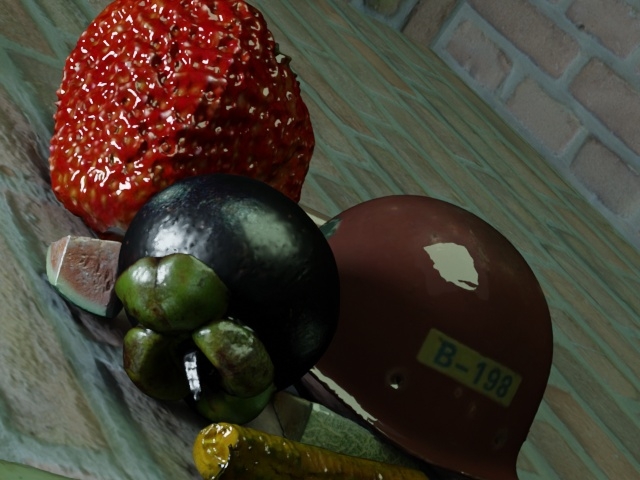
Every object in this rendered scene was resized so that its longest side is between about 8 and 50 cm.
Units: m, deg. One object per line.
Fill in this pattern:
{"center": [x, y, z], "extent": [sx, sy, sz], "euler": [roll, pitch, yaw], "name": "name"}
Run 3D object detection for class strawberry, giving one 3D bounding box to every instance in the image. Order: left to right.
{"center": [-0.152, -0.113, 1.769], "extent": [0.312, 0.267, 0.351], "euler": [37, 40, -13], "name": "strawberry"}

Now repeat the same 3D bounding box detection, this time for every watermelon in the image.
{"center": [-0.217, 0.033, 1.508], "extent": [0.085, 0.072, 0.092], "euler": [2, 38, -33], "name": "watermelon"}

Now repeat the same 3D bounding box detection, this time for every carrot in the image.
{"center": [0.001, 0.215, 1.425], "extent": [0.260, 0.070, 0.070], "euler": [22, 21, -37], "name": "carrot"}

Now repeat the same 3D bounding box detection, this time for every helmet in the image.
{"center": [0.125, 0.082, 1.715], "extent": [0.385, 0.230, 0.337], "euler": [31, 7, -24], "name": "helmet"}

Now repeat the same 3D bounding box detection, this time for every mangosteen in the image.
{"center": [-0.092, 0.053, 1.475], "extent": [0.243, 0.243, 0.243], "euler": [32, 16, -11], "name": "mangosteen"}

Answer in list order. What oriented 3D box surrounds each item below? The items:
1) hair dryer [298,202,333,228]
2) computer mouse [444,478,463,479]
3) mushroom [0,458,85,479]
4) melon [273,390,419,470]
{"center": [0.000, 0.000, 2.039], "extent": [0.344, 0.106, 0.189], "euler": [24, 19, -6], "name": "hair dryer"}
{"center": [0.132, 0.291, 1.364], "extent": [0.170, 0.100, 0.269], "euler": [47, -4, 11], "name": "computer mouse"}
{"center": [-0.159, 0.204, 1.077], "extent": [0.312, 0.100, 0.081], "euler": [19, 18, -41], "name": "mushroom"}
{"center": [0.040, 0.210, 1.591], "extent": [0.182, 0.054, 0.098], "euler": [30, 2, -20], "name": "melon"}
